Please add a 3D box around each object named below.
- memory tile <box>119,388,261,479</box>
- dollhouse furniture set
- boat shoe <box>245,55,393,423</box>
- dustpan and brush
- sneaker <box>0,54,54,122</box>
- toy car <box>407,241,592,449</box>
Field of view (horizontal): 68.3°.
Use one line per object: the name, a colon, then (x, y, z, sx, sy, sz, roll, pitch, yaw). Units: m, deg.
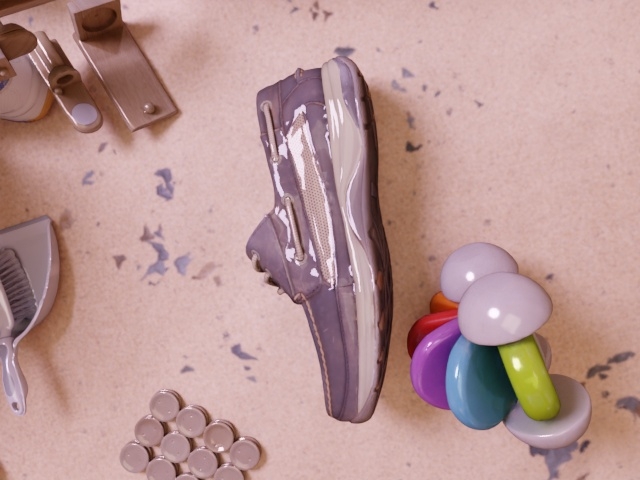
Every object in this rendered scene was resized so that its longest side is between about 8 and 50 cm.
memory tile: (-0.153, 0.252, 0.556, 0.148, 0.012, 0.113, 30, 95, 3)
dollhouse furniture set: (-0.228, -0.175, 0.443, 0.144, 0.151, 0.123, -32, 91, -21)
boat shoe: (0.000, 0.000, 0.484, 0.130, 0.132, 0.355, -5, 84, 15)
dustpan and brush: (-0.357, 0.091, 0.539, 0.147, 0.060, 0.211, -17, 92, 6)
sneaker: (-0.448, -0.200, 0.495, 0.296, 0.131, 0.112, 7, 96, 6)
toy car: (0.147, 0.102, 0.442, 0.136, 0.182, 0.159, -25, 106, 10)
